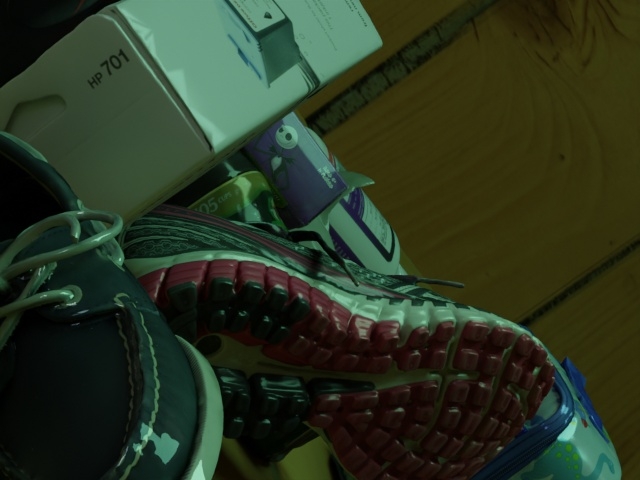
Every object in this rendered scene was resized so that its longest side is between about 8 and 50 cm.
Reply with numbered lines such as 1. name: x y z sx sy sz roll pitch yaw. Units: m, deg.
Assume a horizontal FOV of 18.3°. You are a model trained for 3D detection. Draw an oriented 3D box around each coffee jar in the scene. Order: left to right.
1. coffee jar: -0.043 0.032 1.174 0.184 0.096 0.079 55 7 8

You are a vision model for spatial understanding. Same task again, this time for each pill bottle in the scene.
1. pill bottle: 0.000 0.000 1.658 0.193 0.108 0.108 50 7 -41

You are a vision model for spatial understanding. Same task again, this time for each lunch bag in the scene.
1. lunch bag: 0.102 0.145 1.300 0.090 0.176 0.219 53 7 -13

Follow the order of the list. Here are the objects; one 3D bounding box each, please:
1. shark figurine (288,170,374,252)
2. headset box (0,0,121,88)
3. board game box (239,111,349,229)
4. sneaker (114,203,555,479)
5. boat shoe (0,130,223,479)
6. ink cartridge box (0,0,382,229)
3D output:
1. shark figurine: 0.004 0.008 1.450 0.278 0.116 0.166 52 -15 27
2. headset box: -0.128 -0.225 0.981 0.218 0.293 0.110 52 6 -30
3. board game box: -0.137 -0.147 1.277 0.347 0.056 0.208 54 -17 -11
4. sneaker: 0.007 0.048 1.059 0.299 0.121 0.112 23 21 -38
5. boat shoe: -0.104 0.026 0.717 0.079 0.095 0.254 53 4 -32
6. ink cartridge box: -0.075 -0.066 0.928 0.082 0.140 0.191 54 31 -4
